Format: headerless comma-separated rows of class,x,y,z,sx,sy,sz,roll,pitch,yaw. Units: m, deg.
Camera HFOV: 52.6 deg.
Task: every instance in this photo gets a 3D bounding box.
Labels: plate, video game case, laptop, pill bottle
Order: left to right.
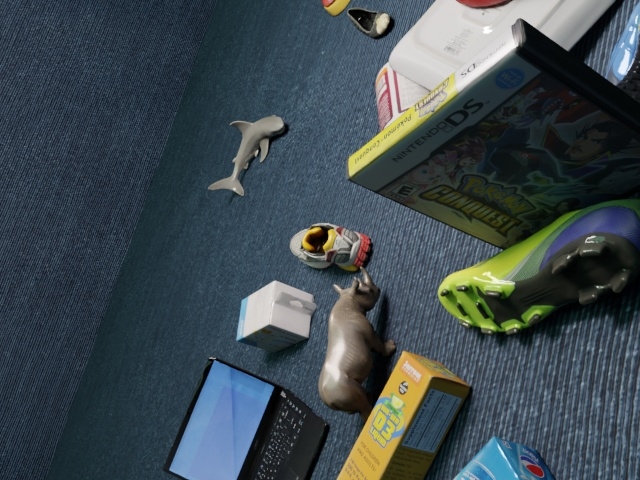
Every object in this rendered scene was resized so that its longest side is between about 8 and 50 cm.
laptop,-0.138,0.361,1.122,0.264,0.136,0.234,18,86,62
pill bottle,0.155,-0.189,1.041,0.121,0.121,0.221,-42,36,39
plate,0.252,-0.326,0.935,0.278,0.045,0.277,-48,44,6
video game case,0.210,-0.086,0.698,0.248,0.275,0.035,-35,43,45

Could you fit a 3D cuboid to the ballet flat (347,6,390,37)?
ballet flat,0.105,-0.483,1.431,0.057,0.049,0.173,-62,28,10

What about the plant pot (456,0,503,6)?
plant pot,0.224,-0.450,0.882,0.191,0.174,0.191,-20,53,28

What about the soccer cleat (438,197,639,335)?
soccer cleat,0.256,0.033,0.759,0.121,0.093,0.289,-47,9,-35

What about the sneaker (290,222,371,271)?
sneaker,0.000,0.000,1.201,0.225,0.093,0.088,-1,68,61

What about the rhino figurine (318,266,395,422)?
rhino figurine,0.054,0.148,0.976,0.073,0.106,0.243,-28,46,50

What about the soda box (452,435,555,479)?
soda box,0.161,0.313,0.701,0.210,0.071,0.067,-56,29,20

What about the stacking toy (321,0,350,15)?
stacking toy,0.080,-0.738,1.583,0.279,0.130,0.309,9,77,62

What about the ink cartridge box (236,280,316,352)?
ink cartridge box,-0.083,0.146,1.236,0.143,0.092,0.090,-32,43,48

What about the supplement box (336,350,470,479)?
supplement box,0.099,0.266,0.841,0.233,0.080,0.078,-63,30,3

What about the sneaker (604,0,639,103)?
sneaker,0.362,-0.184,0.749,0.082,0.069,0.209,-39,-32,-78

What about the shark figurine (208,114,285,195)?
shark figurine,-0.206,-0.262,1.747,0.278,0.116,0.166,-48,31,27
